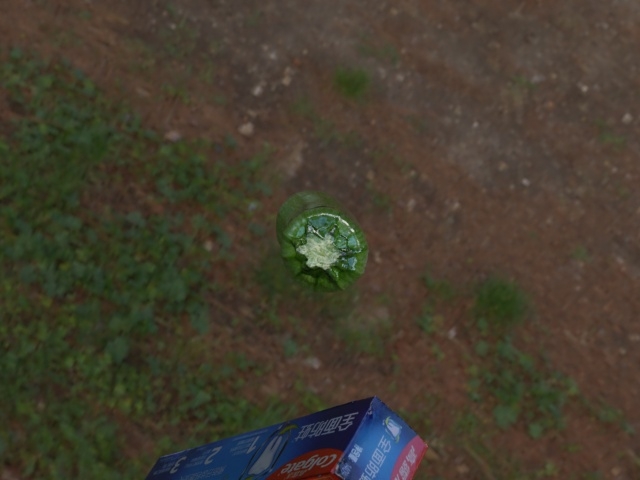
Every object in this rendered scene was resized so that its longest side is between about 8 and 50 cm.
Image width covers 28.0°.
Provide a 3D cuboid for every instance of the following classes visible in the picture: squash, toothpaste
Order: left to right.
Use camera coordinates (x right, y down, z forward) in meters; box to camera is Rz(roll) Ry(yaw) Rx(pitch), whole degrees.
[{"bbox_3d":[-0.049,0.198,1.032,0.066,0.320,0.076,46,53,-17],"label":"toothpaste"},{"bbox_3d":[0.000,0.000,1.069,0.077,0.068,0.219,43,4,-7],"label":"squash"}]
